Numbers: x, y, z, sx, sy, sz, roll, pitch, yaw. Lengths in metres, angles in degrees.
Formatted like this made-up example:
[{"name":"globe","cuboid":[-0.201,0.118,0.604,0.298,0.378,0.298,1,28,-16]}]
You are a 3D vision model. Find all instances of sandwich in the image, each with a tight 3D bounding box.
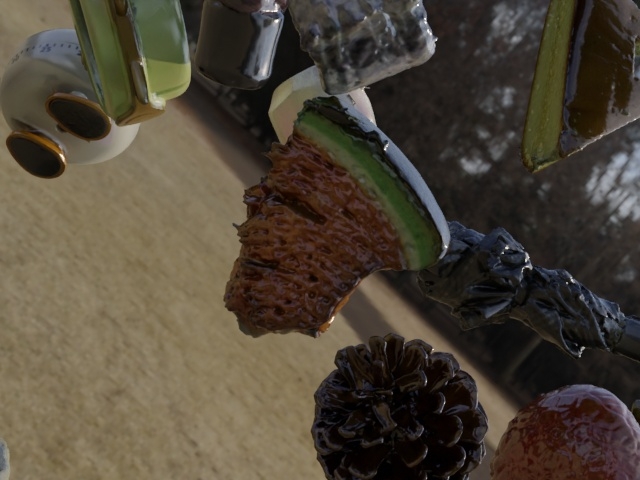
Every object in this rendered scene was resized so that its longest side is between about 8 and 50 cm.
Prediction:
[{"name":"sandwich","cuboid":[0.255,-0.159,0.986,0.088,0.244,0.090,20,-24,-15]},{"name":"sandwich","cuboid":[0.000,0.000,1.286,0.250,0.301,0.162,43,5,4]}]

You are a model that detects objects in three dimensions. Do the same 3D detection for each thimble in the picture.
[{"name":"thimble","cuboid":[0.039,-0.300,1.263,0.245,0.157,0.217,-103,169,-51]}]

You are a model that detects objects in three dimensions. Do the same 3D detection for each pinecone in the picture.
[{"name":"pinecone","cuboid":[0.064,0.156,0.913,0.163,0.163,0.165,43,-10,32]}]

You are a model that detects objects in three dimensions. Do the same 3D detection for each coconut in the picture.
[{"name":"coconut","cuboid":[0.012,-0.187,1.651,0.183,0.171,0.171,60,3,-1]}]

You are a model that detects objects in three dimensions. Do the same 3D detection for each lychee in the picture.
[{"name":"lychee","cuboid":[0.391,0.331,1.481,0.255,0.300,0.255,60,5,-9]}]

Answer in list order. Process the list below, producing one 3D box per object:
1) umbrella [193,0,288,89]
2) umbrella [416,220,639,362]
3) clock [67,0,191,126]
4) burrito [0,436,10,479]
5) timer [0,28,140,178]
[{"name":"umbrella","cuboid":[-0.032,-0.254,0.651,0.094,0.326,0.090,21,19,20]},{"name":"umbrella","cuboid":[0.290,0.096,1.431,0.337,0.154,0.128,33,32,0]},{"name":"clock","cuboid":[-0.252,-0.294,1.316,0.348,0.117,0.286,-129,-155,-58]},{"name":"burrito","cuboid":[-0.602,0.418,1.738,0.190,0.135,0.332,25,33,-30]},{"name":"timer","cuboid":[-0.394,-0.243,1.683,0.233,0.233,0.240,39,40,-30]}]
